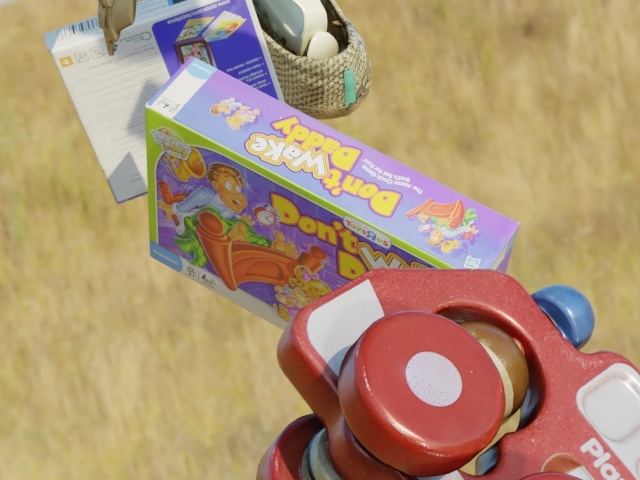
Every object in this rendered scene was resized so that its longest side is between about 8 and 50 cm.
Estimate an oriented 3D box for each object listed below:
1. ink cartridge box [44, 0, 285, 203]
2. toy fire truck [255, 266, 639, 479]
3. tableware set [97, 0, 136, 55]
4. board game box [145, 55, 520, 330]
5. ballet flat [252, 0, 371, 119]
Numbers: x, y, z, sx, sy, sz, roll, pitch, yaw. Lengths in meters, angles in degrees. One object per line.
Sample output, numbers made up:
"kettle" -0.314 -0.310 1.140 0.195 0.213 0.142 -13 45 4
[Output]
"ink cartridge box" -0.149 -0.154 1.666 0.206 0.208 0.045 -19 41 -1
"toy fire truck" 0.123 0.140 1.036 0.254 0.302 0.169 -26 -19 -39
"tableware set" -0.134 -0.207 1.065 0.020 0.169 0.141 2 -19 3
"board game box" 0.000 0.000 1.528 0.078 0.347 0.233 -52 -19 -32
"ballet flat" -0.090 -0.364 2.030 0.164 0.483 0.182 -30 -22 -16
